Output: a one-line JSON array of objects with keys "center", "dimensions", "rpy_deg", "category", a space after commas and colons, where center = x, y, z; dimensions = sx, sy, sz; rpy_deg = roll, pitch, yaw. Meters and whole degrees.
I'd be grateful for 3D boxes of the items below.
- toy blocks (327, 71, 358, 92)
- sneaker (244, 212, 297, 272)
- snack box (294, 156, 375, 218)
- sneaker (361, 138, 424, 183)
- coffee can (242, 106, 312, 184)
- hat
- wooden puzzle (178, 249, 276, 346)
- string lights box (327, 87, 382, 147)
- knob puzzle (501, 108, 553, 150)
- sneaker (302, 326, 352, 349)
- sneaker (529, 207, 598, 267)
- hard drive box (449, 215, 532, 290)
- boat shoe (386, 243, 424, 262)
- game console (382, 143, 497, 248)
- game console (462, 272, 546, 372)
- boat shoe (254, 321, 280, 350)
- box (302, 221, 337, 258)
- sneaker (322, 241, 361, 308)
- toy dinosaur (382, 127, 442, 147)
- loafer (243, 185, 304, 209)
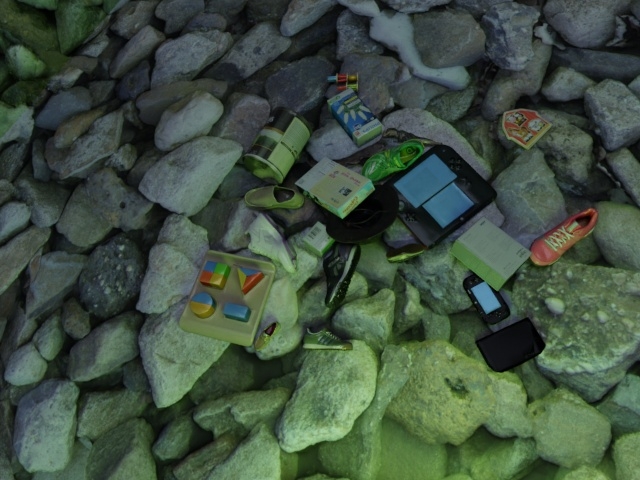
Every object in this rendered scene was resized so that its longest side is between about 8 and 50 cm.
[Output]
[{"center": [0.106, -0.746, 2.266], "dimensions": [0.147, 0.054, 0.123], "rpy_deg": [-1, 55, 8], "category": "toy blocks"}, {"center": [-0.203, 0.033, 1.969], "dimensions": [0.152, 0.114, 0.305], "rpy_deg": [-40, 62, 5], "category": "sneaker"}, {"center": [0.053, -0.226, 1.987], "dimensions": [0.187, 0.060, 0.322], "rpy_deg": [-42, 43, -11], "category": "snack box"}, {"center": [0.299, -0.336, 2.004], "dimensions": [0.295, 0.123, 0.110], "rpy_deg": [-31, 100, 8], "category": "sneaker"}, {"center": [-0.186, -0.413, 2.092], "dimensions": [0.201, 0.202, 0.276], "rpy_deg": [24, 72, 17], "category": "coffee can"}, {"center": [0.183, -0.076, 1.915], "dimensions": [0.330, 0.134, 0.332], "rpy_deg": [-16, 41, 15], "category": "hat"}, {"center": [-0.377, 0.217, 1.915], "dimensions": [0.321, 0.081, 0.348], "rpy_deg": [11, 69, 12], "category": "wooden puzzle"}, {"center": [0.155, -0.560, 2.174], "dimensions": [0.133, 0.077, 0.260], "rpy_deg": [-31, 66, -7], "category": "string lights box"}, {"center": [0.877, -0.506, 2.071], "dimensions": [0.212, 0.030, 0.214], "rpy_deg": [-3, 67, 7], "category": "knob puzzle"}, {"center": [0.026, 0.368, 1.799], "dimensions": [0.191, 0.064, 0.086], "rpy_deg": [-1, 72, 11], "category": "sneaker"}, {"center": [0.913, -0.025, 1.800], "dimensions": [0.313, 0.136, 0.116], "rpy_deg": [-36, 66, -8], "category": "sneaker"}, {"center": [0.644, 0.045, 1.812], "dimensions": [0.181, 0.089, 0.232], "rpy_deg": [-36, 66, -25], "category": "hard drive box"}, {"center": [0.338, 0.053, 1.900], "dimensions": [0.152, 0.049, 0.056], "rpy_deg": [-12, 47, 8], "category": "boat shoe"}, {"center": [0.477, -0.194, 1.980], "dimensions": [0.386, 0.060, 0.342], "rpy_deg": [-37, 66, -7], "category": "game console"}, {"center": [0.638, 0.287, 1.758], "dimensions": [0.213, 0.044, 0.362], "rpy_deg": [-24, 65, -3], "category": "game console"}, {"center": [-0.211, 0.365, 1.846], "dimensions": [0.050, 0.045, 0.135], "rpy_deg": [34, 76, 20], "category": "boat shoe"}, {"center": [0.000, 0.000, 1.950], "dimensions": [0.102, 0.087, 0.101], "rpy_deg": [37, 76, 20], "category": "box"}, {"center": [0.056, 0.134, 1.888], "dimensions": [0.124, 0.107, 0.284], "rpy_deg": [14, 61, 22], "category": "sneaker"}, {"center": [0.392, -0.427, 2.094], "dimensions": [0.267, 0.064, 0.118], "rpy_deg": [18, 64, 12], "category": "toy dinosaur"}, {"center": [-0.207, -0.192, 2.060], "dimensions": [0.268, 0.092, 0.102], "rpy_deg": [-1, 67, 8], "category": "loafer"}]
